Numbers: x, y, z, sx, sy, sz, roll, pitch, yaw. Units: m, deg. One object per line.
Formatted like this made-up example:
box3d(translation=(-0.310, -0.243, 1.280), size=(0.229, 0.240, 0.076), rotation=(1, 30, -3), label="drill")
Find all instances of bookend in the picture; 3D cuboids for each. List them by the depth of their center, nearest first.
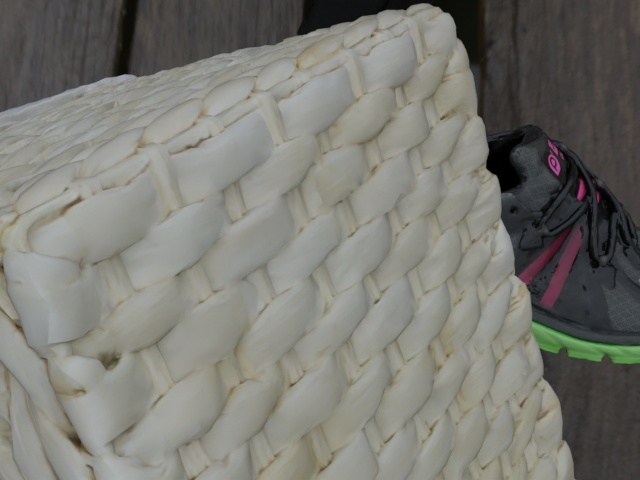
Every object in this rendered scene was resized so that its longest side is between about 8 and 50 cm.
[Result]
box3d(translation=(0.026, -0.259, 1.124), size=(0.072, 0.157, 0.156), rotation=(-17, 65, -36), label="bookend")

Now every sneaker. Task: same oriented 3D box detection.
box3d(translation=(0.234, -0.008, 1.132), size=(0.483, 0.202, 0.185), rotation=(10, 27, -11), label="sneaker")

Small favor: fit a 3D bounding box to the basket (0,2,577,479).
box3d(translation=(-0.068, 0.091, 0.522), size=(0.331, 0.266, 0.328), rotation=(-37, 113, -53), label="basket")
